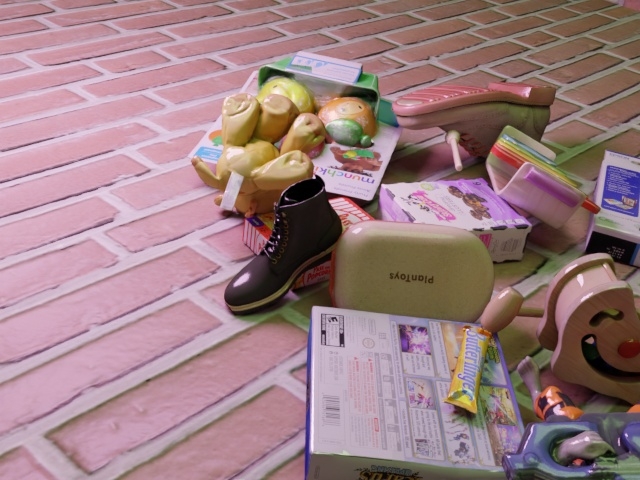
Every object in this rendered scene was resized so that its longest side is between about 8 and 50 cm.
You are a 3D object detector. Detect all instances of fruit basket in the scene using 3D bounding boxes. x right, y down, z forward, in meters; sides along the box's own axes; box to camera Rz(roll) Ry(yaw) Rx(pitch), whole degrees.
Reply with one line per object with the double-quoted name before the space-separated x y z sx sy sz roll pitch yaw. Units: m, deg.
"fruit basket" -0.023 -0.210 1.557 0.327 0.165 0.353 14 32 10

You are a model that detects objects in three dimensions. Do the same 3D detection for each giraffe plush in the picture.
"giraffe plush" -0.093 -0.105 1.351 0.181 0.170 0.210 31 73 11

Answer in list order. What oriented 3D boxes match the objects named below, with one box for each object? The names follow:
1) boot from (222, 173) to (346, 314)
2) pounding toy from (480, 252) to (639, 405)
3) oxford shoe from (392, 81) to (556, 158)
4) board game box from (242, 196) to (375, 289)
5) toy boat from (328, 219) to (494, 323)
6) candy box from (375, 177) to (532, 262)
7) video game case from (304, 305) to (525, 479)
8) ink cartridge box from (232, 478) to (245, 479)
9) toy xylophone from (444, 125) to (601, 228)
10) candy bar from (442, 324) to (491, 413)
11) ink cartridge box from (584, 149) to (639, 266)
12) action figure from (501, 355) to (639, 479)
"boot" -0.063 0.001 1.165 0.198 0.137 0.077 -38 55 -13
"pounding toy" 0.355 0.089 1.117 0.270 0.154 0.154 20 28 -16
"oxford shoe" 0.305 -0.224 1.661 0.397 0.146 0.140 -8 18 -32
"board game box" 0.000 0.000 1.330 0.194 0.045 0.147 -14 38 -33
"toy boat" 0.124 0.049 1.219 0.231 0.150 0.151 5 2 -6
"candy box" 0.213 -0.031 1.407 0.196 0.070 0.165 -5 33 -22
"video game case" 0.106 0.189 1.026 0.244 0.061 0.269 6 31 -3
"ink cartridge box" -0.120 0.323 0.761 0.181 0.056 0.224 -6 32 -23
"toy xylophone" 0.339 -0.125 1.494 0.236 0.081 0.322 27 19 -12
"candy bar" 0.177 0.152 1.031 0.040 0.018 0.161 16 32 10
"ink cartridge box" 0.572 -0.056 1.546 0.165 0.065 0.332 17 33 14
"action figure" 0.358 0.235 0.886 0.342 0.178 0.330 2 29 11
